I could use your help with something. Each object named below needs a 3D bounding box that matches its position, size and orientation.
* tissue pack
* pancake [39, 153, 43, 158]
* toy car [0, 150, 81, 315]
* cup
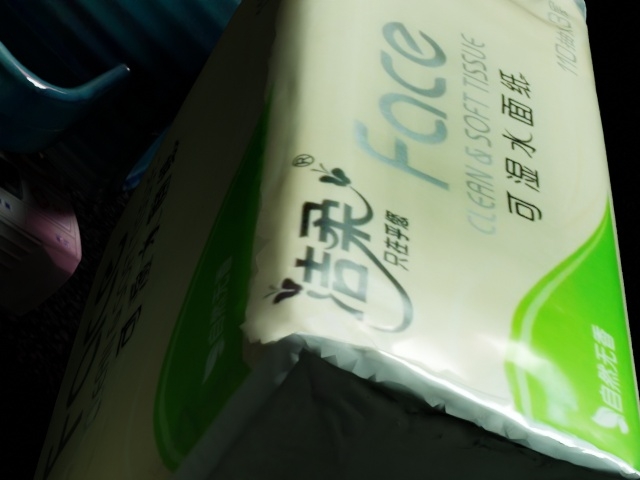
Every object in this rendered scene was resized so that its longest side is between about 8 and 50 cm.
[{"bbox_3d":[-0.006,0.058,0.904,0.205,0.332,0.405,25,33,-12],"label":"tissue pack"},{"bbox_3d":[-0.317,-0.183,1.265,0.356,0.065,0.356,45,14,-14],"label":"pancake"},{"bbox_3d":[-0.241,-0.037,1.092,0.209,0.089,0.108,41,17,-47],"label":"toy car"},{"bbox_3d":[-0.162,-0.199,1.115,0.292,0.242,0.308,47,0,0],"label":"cup"}]
